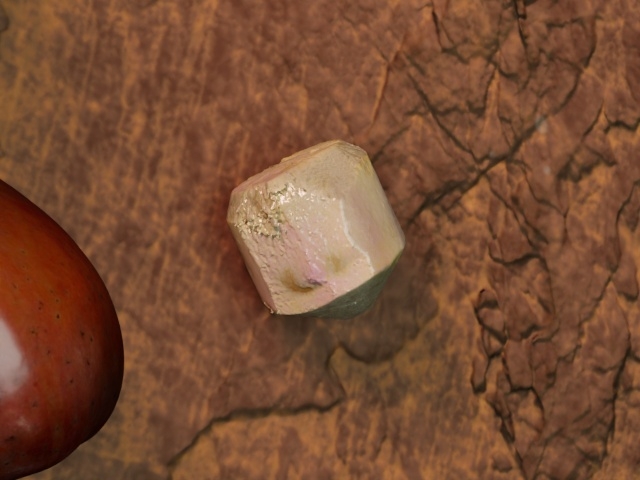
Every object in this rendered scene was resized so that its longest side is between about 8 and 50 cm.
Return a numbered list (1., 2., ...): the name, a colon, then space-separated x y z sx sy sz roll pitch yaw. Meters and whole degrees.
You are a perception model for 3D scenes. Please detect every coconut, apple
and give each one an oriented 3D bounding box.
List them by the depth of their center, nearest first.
1. apple: -0.232 0.062 1.128 0.234 0.234 0.234 1 88 -34
2. coconut: 0.000 0.000 1.346 0.116 0.116 0.122 -33 102 -30
